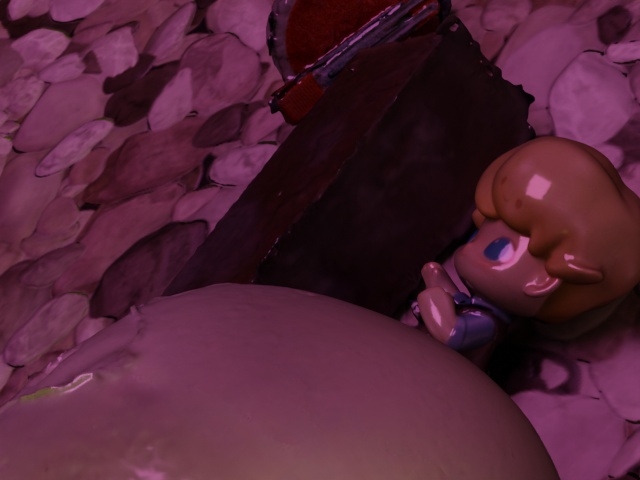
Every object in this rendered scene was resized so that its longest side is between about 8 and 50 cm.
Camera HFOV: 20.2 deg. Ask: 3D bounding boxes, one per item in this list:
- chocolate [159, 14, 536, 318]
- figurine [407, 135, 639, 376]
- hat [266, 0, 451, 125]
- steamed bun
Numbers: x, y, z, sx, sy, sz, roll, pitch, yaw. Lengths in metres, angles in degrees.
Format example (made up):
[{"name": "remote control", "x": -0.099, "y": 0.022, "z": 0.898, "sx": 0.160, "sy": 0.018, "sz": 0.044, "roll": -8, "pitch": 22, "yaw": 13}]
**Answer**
[{"name": "chocolate", "x": 0.000, "y": 0.000, "z": 1.144, "sx": 0.112, "sy": 0.112, "sz": 0.321, "roll": 5, "pitch": 52, "yaw": 54}, {"name": "figurine", "x": 0.098, "y": 0.026, "z": 1.036, "sx": 0.196, "sy": 0.114, "sz": 0.108, "roll": -41, "pitch": 80, "yaw": 5}, {"name": "hat", "x": 0.007, "y": -0.157, "z": 1.330, "sx": 0.140, "sy": 0.129, "sz": 0.227, "roll": -57, "pitch": 18, "yaw": 6}, {"name": "steamed bun", "x": -0.023, "y": 0.182, "z": 0.768, "sx": 0.206, "sy": 0.324, "sz": 0.324, "roll": 35, "pitch": 72, "yaw": 32}]
